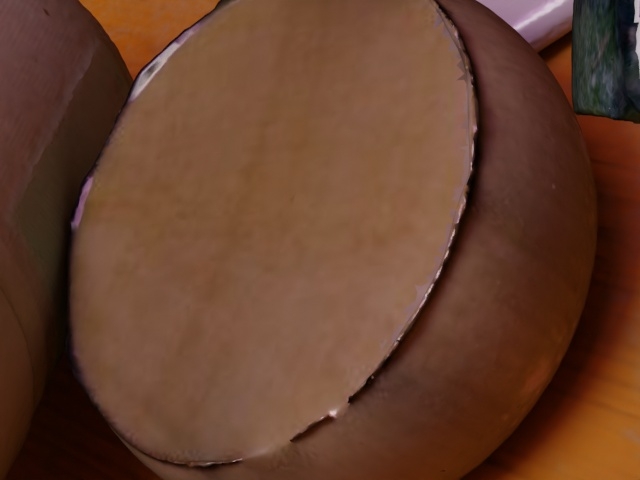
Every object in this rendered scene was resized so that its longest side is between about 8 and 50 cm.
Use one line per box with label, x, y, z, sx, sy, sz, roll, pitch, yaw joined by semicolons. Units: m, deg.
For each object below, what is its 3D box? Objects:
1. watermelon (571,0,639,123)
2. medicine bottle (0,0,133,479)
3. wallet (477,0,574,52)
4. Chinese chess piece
watermelon;0.206;-0.081;0.595;0.250;0.283;0.292;-36;63;0
medicine bottle;-0.245;0.045;0.806;0.236;0.236;0.406;-22;29;29
wallet;0.102;-0.132;0.868;0.190;0.033;0.095;-35;44;18
Chinese chess piece;0.000;0.000;0.781;0.257;0.104;0.257;-21;56;35
